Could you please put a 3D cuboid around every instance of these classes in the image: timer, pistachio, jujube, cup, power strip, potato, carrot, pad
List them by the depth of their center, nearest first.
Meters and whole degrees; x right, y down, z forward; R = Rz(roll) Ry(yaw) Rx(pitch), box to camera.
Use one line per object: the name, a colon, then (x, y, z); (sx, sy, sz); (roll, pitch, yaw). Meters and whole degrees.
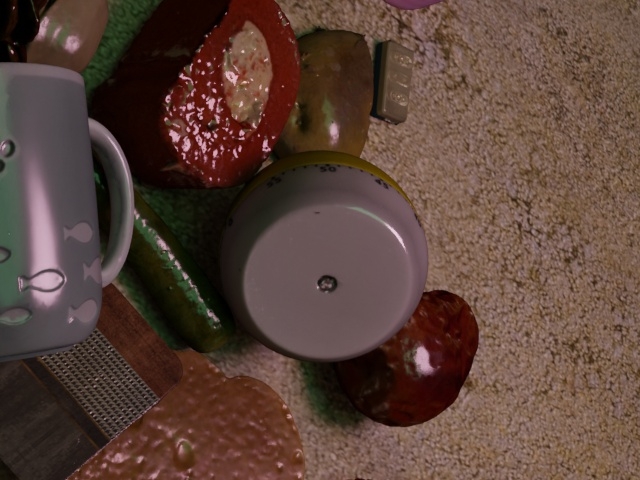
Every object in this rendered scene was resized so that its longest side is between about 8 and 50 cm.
cup: (-0.321, -0.018, 1.162); (0.357, 0.260, 0.274); (-3, 87, -56)
pad: (-0.214, 0.201, 1.255); (0.323, 0.055, 0.250); (35, 45, 14)
pistachio: (-0.302, -0.248, 1.296); (0.113, 0.113, 0.149); (37, 62, -32)
carrot: (-0.223, -0.009, 1.363); (0.358, 0.074, 0.074); (54, 53, -19)
timer: (0.000, 0.000, 1.457); (0.285, 0.285, 0.285); (8, 79, -41)
potato: (-0.003, -0.200, 1.570); (0.138, 0.098, 0.243); (8, 77, -39)
jujube: (0.129, 0.152, 1.587); (0.255, 0.190, 0.189); (-27, 102, -48)
power strip: (0.109, -0.238, 1.717); (0.056, 0.032, 0.123); (17, 73, -38)

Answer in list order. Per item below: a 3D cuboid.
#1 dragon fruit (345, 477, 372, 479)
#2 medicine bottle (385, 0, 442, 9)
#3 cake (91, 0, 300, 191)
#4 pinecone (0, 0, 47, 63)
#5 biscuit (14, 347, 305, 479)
dragon fruit: (0.058, 0.385, 1.525); (0.130, 0.121, 0.142); (-12, 121, -12)
medicine bottle: (0.222, -0.474, 1.664); (0.202, 0.316, 0.202); (9, 76, -41)
cake: (-0.145, -0.183, 1.408); (0.177, 0.151, 0.283); (52, 53, -38)
pinecone: (-0.400, -0.263, 1.129); (0.309, 0.244, 0.243); (-7, 88, -33)
biscuit: (-0.180, 0.259, 1.325); (0.376, 0.051, 0.269); (0, 63, -38)
